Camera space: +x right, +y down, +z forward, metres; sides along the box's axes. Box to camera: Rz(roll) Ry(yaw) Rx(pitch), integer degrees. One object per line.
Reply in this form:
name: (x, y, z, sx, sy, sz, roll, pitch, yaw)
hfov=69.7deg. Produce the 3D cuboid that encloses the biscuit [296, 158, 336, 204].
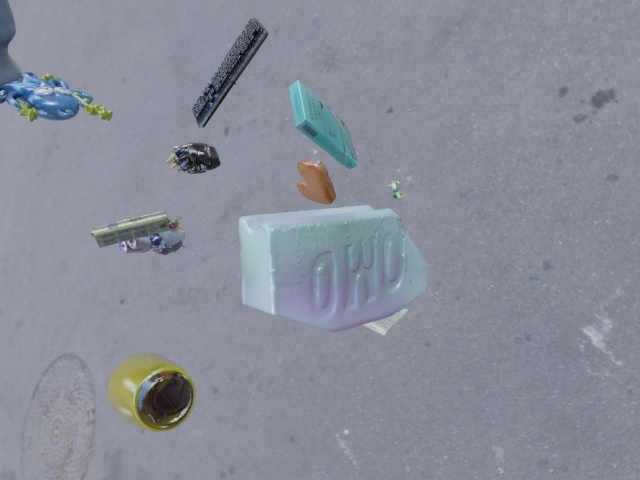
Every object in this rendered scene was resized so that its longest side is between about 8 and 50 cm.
biscuit: (-0.033, -0.209, 1.643, 0.186, 0.192, 0.036, 22, 57, 39)

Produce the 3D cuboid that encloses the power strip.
power strip: (-0.569, -0.040, 1.434, 0.034, 0.267, 0.092, 65, 158, 22)

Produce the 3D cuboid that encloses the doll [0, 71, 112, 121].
doll: (-0.875, -0.474, 1.483, 0.341, 0.346, 0.099, 40, 119, 24)

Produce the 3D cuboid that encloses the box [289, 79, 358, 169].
box: (0.011, -0.310, 1.250, 0.041, 0.229, 0.162, -30, 51, 28)

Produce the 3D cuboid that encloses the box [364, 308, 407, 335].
box: (0.197, 0.235, 1.426, 0.090, 0.166, 0.024, 24, 116, 25)

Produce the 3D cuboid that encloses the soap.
soap: (0.045, 0.059, 1.045, 0.156, 0.445, 0.262, 10, 104, 53)

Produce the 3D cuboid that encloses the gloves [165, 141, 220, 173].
gloves: (-0.553, -0.349, 1.962, 0.164, 0.203, 0.124, 58, 145, 19)

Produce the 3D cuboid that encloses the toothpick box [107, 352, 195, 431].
toothpick box: (-0.408, 0.370, 1.121, 0.271, 0.174, 0.175, -14, 66, 56)

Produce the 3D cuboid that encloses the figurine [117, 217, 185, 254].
figurine: (-0.583, -0.007, 1.638, 0.193, 0.274, 0.133, -27, 91, -1)

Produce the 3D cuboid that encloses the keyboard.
keyboard: (-0.183, -0.329, 0.908, 0.230, 0.025, 0.094, -50, 43, 17)

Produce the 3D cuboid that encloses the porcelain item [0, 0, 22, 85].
porcelain item: (-0.913, -0.596, 1.140, 0.178, 0.242, 0.406, 27, 137, 20)

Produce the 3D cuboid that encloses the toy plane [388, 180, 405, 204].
toy plane: (0.278, -0.183, 1.678, 0.040, 0.102, 0.111, -16, 44, -7)
